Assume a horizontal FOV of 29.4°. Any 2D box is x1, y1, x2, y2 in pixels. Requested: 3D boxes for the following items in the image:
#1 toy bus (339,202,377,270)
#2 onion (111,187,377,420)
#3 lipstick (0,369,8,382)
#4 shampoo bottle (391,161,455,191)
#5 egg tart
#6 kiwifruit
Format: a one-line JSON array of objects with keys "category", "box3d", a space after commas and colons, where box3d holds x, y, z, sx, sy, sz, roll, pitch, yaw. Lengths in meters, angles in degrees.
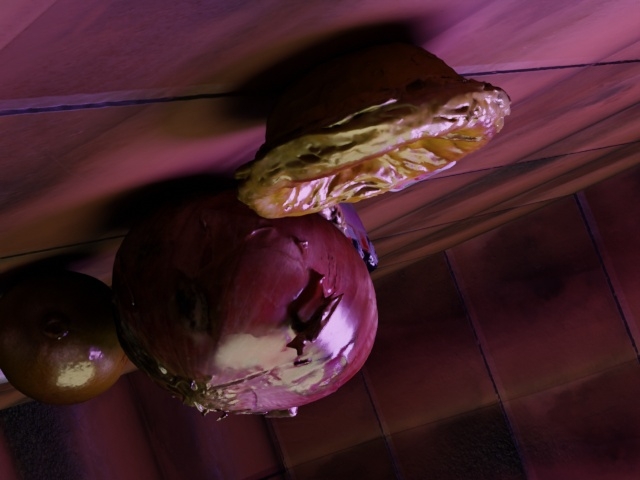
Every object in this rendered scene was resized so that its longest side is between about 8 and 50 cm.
[{"category": "toy bus", "box3d": [0.000, 0.000, 1.823, 0.127, 0.147, 0.302, -21, 175, 9]}, {"category": "onion", "box3d": [-0.096, 0.078, 1.506, 0.353, 0.354, 0.353, -20, 173, -2]}, {"category": "lipstick", "box3d": [-0.622, 0.220, 2.070, 0.077, 0.079, 0.253, -22, 171, 28]}, {"category": "shampoo bottle", "box3d": [0.118, -0.096, 1.586, 0.099, 0.043, 0.072, -25, 170, 40]}, {"category": "egg tart", "box3d": [0.044, -0.115, 1.202, 0.295, 0.116, 0.295, -17, 174, -2]}, {"category": "kiwifruit", "box3d": [-0.355, 0.133, 1.677, 0.196, 0.196, 0.234, -18, 175, -13]}]
